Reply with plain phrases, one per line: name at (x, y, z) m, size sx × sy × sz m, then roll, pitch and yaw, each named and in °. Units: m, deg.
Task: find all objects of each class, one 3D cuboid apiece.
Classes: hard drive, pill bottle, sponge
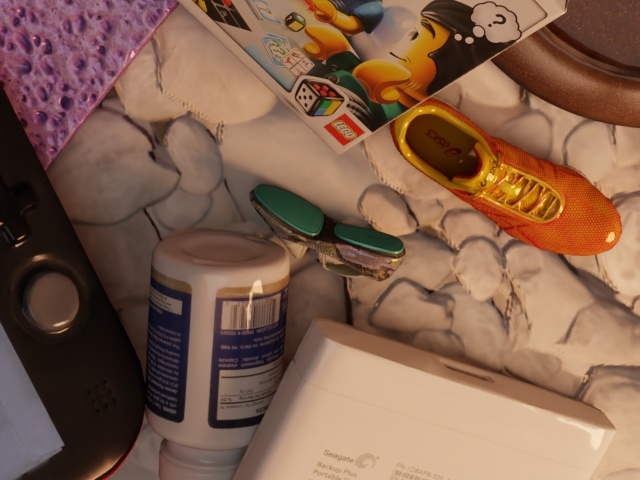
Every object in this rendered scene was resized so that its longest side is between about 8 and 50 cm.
hard drive at (0.026, 0.241, 1.252) m, size 0.233 × 0.047 × 0.353 m, roll 19°, pitch 108°, yaw -23°
pill bottle at (-0.072, 0.086, 1.227) m, size 0.094 × 0.094 × 0.169 m, roll 6°, pitch 107°, yaw 4°
sponge at (-0.180, -0.146, 1.201) m, size 0.117 × 0.031 × 0.210 m, roll 39°, pitch 106°, yaw -6°

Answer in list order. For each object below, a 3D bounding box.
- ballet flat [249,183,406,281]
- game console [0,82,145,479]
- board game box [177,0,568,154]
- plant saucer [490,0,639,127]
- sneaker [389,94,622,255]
ballet flat at (0.000, 0.000, 1.226) m, size 0.114 × 0.041 × 0.041 m, roll 22°, pitch 107°, yaw -1°
game console at (-0.316, 0.063, 1.100) m, size 0.386 × 0.060 × 0.342 m, roll -31°, pitch 103°, yaw -33°
board game box at (-0.017, -0.206, 1.090) m, size 0.193 × 0.053 × 0.305 m, roll -32°, pitch 118°, yaw 33°
plant saucer at (0.221, -0.217, 1.137) m, size 0.311 × 0.050 × 0.310 m, roll 1°, pitch 107°, yaw 4°
sneaker at (0.120, -0.035, 1.189) m, size 0.175 × 0.067 × 0.064 m, roll 27°, pitch 105°, yaw -5°
